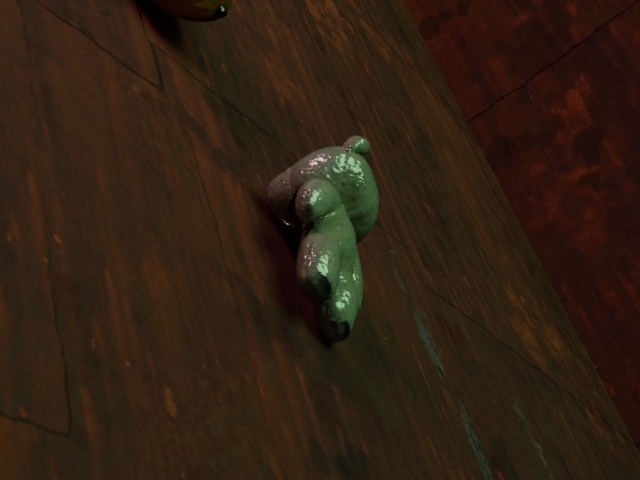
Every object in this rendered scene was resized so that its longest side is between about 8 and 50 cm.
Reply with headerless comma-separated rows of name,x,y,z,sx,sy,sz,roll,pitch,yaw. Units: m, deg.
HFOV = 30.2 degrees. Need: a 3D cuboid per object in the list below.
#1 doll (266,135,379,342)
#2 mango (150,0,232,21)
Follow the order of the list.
doll,-0.002,-0.003,1.501,0.149,0.175,0.278,11,38,-5
mango,-0.226,-0.445,1.677,0.187,0.144,0.359,29,28,-58
